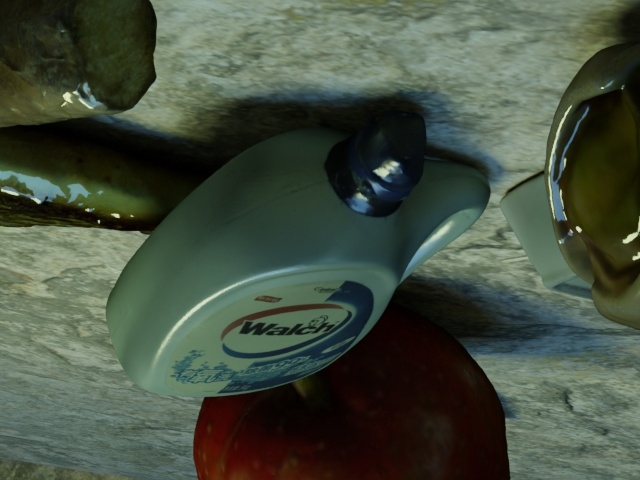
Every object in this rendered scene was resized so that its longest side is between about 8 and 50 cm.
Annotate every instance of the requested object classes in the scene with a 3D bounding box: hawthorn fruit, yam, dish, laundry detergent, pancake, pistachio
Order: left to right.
[{"bbox_3d":[-0.230,-0.097,1.117,0.357,0.081,0.081,-3,162,45],"label":"yam"},{"bbox_3d":[-0.215,-0.042,1.400,0.427,0.067,0.305,6,173,10],"label":"pancake"},{"bbox_3d":[0.000,0.000,1.246,0.215,0.105,0.280,-3,153,-37],"label":"laundry detergent"},{"bbox_3d":[0.011,0.166,1.651,0.285,0.284,0.369,5,157,20],"label":"hawthorn fruit"},{"bbox_3d":[0.194,-0.025,1.011,0.138,0.153,0.238,48,-177,28],"label":"pistachio"},{"bbox_3d":[0.244,0.012,1.260,0.234,0.064,0.154,12,165,-16],"label":"dish"}]
